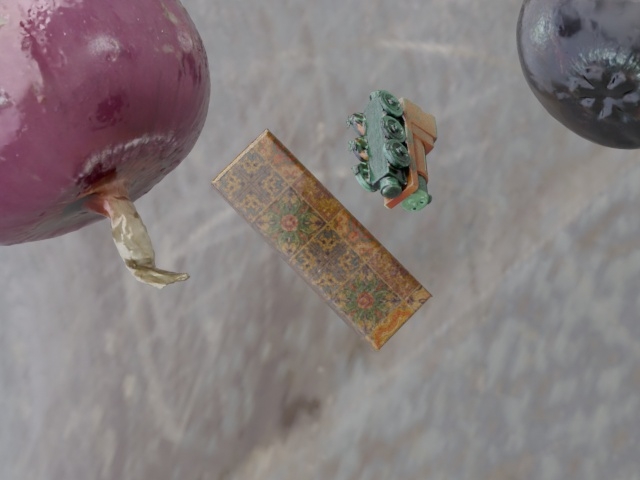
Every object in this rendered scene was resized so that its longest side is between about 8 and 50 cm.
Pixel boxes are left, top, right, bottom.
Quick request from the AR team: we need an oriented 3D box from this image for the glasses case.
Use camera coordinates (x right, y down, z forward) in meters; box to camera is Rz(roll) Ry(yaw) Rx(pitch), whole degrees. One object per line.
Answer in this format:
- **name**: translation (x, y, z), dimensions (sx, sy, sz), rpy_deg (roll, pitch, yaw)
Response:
- **glasses case**: translation (0.000, 0.000, 1.442), dimensions (0.075, 0.218, 0.049), rpy_deg (-45, 1, -7)

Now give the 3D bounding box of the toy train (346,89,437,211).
- **toy train**: translation (0.057, -0.065, 1.146), dimensions (0.044, 0.064, 0.103), rpy_deg (-36, 37, 31)

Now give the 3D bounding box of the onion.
- **onion**: translation (-0.283, -0.115, 1.638), dimensions (0.358, 0.358, 0.345), rpy_deg (178, 86, -70)

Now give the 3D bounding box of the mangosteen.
- **mangosteen**: translation (0.404, -0.265, 1.971), dimensions (0.300, 0.300, 0.300), rpy_deg (-54, 23, 36)
